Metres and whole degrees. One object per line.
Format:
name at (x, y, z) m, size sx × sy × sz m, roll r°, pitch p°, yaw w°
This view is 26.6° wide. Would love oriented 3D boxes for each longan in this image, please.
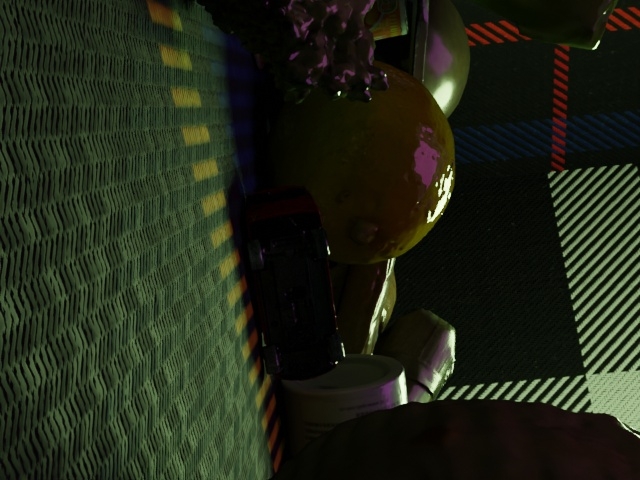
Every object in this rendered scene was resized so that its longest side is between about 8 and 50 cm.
longan at (0.094, -0.292, 2.222) m, size 0.319 × 0.319 × 0.319 m, roll -6°, pitch 90°, yaw -86°

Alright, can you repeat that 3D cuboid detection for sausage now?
sausage at (0.060, 0.062, 2.267) m, size 0.123 × 0.136 × 0.501 m, roll 45°, pitch 11°, yaw -9°

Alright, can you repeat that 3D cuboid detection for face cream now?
face cream at (0.042, 0.327, 1.567) m, size 0.145 × 0.145 × 0.369 m, roll -79°, pitch 164°, yaw -78°

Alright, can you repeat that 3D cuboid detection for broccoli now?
broccoli at (0.066, -0.312, 1.182) m, size 0.275 × 0.397 × 0.353 m, roll -169°, pitch -113°, yaw -68°

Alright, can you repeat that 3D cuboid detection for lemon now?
lemon at (0.047, -0.094, 1.601) m, size 0.263 × 0.236 × 0.236 m, roll -130°, pitch -154°, yaw -51°

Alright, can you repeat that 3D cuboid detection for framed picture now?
framed picture at (0.080, -0.225, 1.762) m, size 0.189 × 0.023 × 0.260 m, roll 39°, pitch -47°, yaw 53°

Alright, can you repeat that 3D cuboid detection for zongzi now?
zongzi at (0.102, 0.246, 2.081) m, size 0.251 × 0.125 × 0.274 m, roll -54°, pitch 172°, yaw -28°

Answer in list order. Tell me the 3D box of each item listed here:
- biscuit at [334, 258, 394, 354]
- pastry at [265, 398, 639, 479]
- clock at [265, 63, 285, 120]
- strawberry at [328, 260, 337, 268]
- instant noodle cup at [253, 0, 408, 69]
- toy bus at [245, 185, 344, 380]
biscuit at (0.050, 0.093, 1.843) m, size 0.359 × 0.074 × 0.381 m, roll 99°, pitch 4°, yaw -63°
pastry at (0.103, 0.291, 0.834) m, size 0.312 × 0.388 × 0.388 m, roll -85°, pitch 169°, yaw -54°
clock at (-0.028, -0.274, 1.893) m, size 0.386 × 0.076 × 0.386 m, roll -6°, pitch 90°, yaw -86°
strawberry at (0.000, 0.000, 1.941) m, size 0.096 × 0.083 × 0.083 m, roll 39°, pitch -34°, yaw 46°
instant noodle cup at (0.008, -0.292, 1.614) m, size 0.168 × 0.185 × 0.168 m, roll -5°, pitch 90°, yaw -86°
toy bus at (-0.030, 0.046, 1.379) m, size 0.089 × 0.081 × 0.195 m, roll -109°, pitch -170°, yaw -63°
